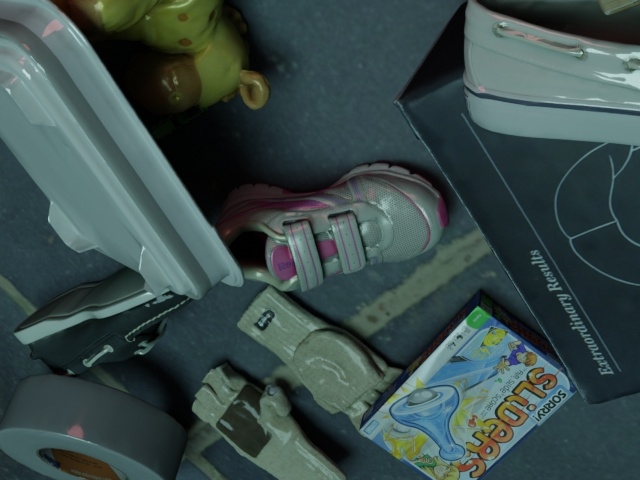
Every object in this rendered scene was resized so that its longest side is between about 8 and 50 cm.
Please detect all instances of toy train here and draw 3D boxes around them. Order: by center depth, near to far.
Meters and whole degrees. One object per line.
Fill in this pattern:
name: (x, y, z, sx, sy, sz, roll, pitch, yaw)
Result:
toy train: (-0.144, -0.120, 1.015, 0.083, 0.023, 0.017, -27, 108, 33)

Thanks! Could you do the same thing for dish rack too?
dish rack: (-0.232, -0.079, 0.934, 0.286, 0.072, 0.332, 22, 149, 49)

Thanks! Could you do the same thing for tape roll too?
tape roll: (-0.275, 0.242, 1.225, 0.219, 0.072, 0.219, 13, 150, 7)

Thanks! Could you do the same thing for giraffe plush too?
giraffe plush: (-0.132, -0.189, 0.903, 0.210, 0.181, 0.170, -20, 129, -6)

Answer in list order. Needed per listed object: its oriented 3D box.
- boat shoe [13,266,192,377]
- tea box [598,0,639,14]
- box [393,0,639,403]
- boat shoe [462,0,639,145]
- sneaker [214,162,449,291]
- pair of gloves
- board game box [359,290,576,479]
boat shoe: (-0.223, 0.087, 1.137, 0.303, 0.114, 0.091, -18, 113, 44)
tea box: (0.270, -0.322, 0.519, 0.324, 0.329, 0.220, -18, 114, 32)
box: (0.311, -0.100, 0.723, 0.396, 0.212, 0.293, -23, 110, 32)
boat shoe: (0.210, -0.109, 0.573, 0.268, 0.096, 0.088, 8, 129, 28)
sneaker: (0.000, 0.000, 0.979, 0.252, 0.111, 0.102, -8, 118, 27)
pair of gloves: (-0.028, 0.178, 1.154, 0.204, 0.042, 0.240, 34, 123, 5)
board game box: (0.153, 0.165, 1.048, 0.136, 0.035, 0.201, 35, 117, -6)
